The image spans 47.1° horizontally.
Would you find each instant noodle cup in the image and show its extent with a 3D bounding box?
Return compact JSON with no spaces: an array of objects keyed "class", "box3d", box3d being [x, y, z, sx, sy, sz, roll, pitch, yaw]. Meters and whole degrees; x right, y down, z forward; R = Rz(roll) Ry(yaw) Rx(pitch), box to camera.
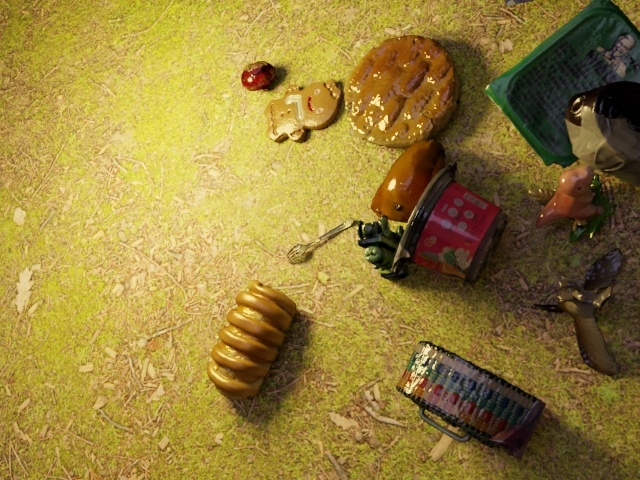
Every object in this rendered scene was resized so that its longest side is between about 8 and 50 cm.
[{"class":"instant noodle cup","box3d":[0.313,-0.017,1.685,0.182,0.258,0.302,28,92,18]}]

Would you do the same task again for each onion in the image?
[{"class":"onion","box3d":[-0.182,-0.482,2.169,0.107,0.097,0.107,-23,22,10]}]

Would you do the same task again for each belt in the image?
[{"class":"belt","box3d":[0.310,0.347,1.579,0.295,0.207,0.160,28,84,17]},{"class":"belt","box3d":[0.655,-0.224,1.552,0.289,0.164,0.184,21,83,-13]}]

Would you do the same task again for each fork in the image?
[{"class":"fork","box3d":[-0.003,-0.002,1.953,0.219,0.028,0.034,-30,59,16]}]

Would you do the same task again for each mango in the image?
[{"class":"mango","box3d":[0.234,-0.152,1.807,0.136,0.166,0.236,29,58,0]}]

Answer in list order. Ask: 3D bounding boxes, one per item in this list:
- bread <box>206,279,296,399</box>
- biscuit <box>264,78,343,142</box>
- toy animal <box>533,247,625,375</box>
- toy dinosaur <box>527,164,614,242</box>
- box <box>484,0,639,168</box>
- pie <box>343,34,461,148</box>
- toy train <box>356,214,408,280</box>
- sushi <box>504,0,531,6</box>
[{"class":"bread","box3d":[-0.188,0.263,1.910,0.173,0.121,0.311,21,85,30]},{"class":"biscuit","box3d":[-0.049,-0.370,2.094,0.249,0.035,0.184,-14,68,23]},{"class":"toy animal","box3d":[0.548,0.124,1.571,0.197,0.160,0.272,6,70,31]},{"class":"toy dinosaur","box3d":[0.548,-0.079,1.593,0.194,0.177,0.152,-31,63,46]},{"class":"box","box3d":[0.591,-0.350,1.689,0.337,0.106,0.264,-38,83,11]},{"class":"pie","box3d":[0.215,-0.391,1.940,0.340,0.083,0.339,-10,70,27]},{"class":"toy train","box3d":[0.152,0.019,1.768,0.083,0.200,0.132,-12,74,26]},{"class":"sushi","box3d":[0.586,-0.752,1.853,0.294,0.059,0.292,-9,89,14]}]
